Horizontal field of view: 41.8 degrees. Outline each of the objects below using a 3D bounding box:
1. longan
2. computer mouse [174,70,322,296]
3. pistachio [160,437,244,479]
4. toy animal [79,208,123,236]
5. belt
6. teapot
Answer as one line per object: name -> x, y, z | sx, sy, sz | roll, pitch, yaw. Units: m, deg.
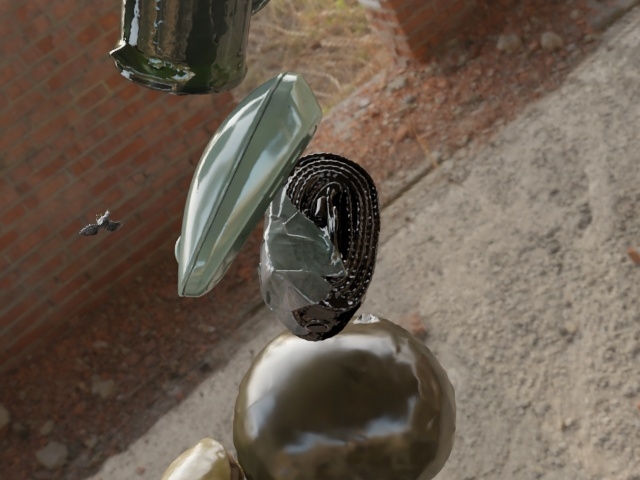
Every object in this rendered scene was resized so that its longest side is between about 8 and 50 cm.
longan -> 0.043, 0.327, 1.623 | 0.436, 0.404, 0.404 | -30, 32, 19
computer mouse -> -0.100, -0.070, 0.972 | 0.288, 0.097, 0.159 | -56, 2, 3
pistachio -> -0.239, 0.511, 1.573 | 0.181, 0.162, 0.293 | -18, 25, 28
toy animal -> -0.369, -0.033, 1.422 | 0.028, 0.050, 0.084 | 28, 29, 34
belt -> 0.000, 0.000, 1.292 | 0.184, 0.164, 0.289 | 8, 58, -9
teapot -> -0.147, -0.357, 1.084 | 0.200, 0.337, 0.270 | 34, 38, 30
